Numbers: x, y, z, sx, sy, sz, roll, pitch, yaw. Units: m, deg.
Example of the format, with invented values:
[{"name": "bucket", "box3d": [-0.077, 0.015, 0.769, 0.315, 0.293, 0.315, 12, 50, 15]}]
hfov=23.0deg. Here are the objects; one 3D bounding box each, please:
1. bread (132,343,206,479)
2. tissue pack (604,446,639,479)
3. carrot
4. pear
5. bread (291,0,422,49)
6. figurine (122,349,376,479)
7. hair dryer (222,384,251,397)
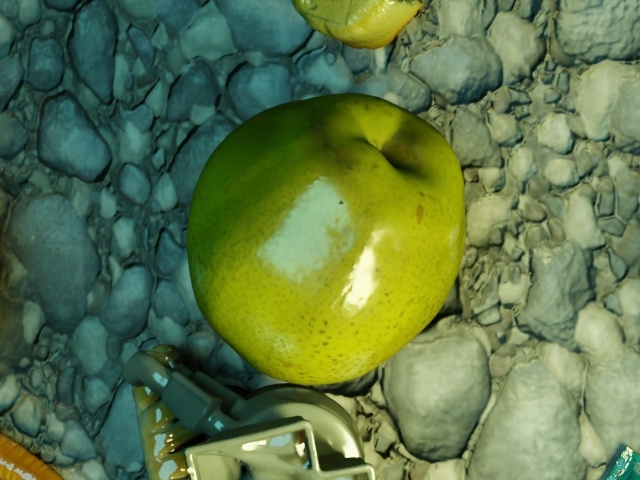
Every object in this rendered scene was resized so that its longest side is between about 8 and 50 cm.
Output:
[{"name": "bread", "box3d": [-0.150, 0.220, 1.677, 0.081, 0.134, 0.225, -11, 85, -7]}, {"name": "tissue pack", "box3d": [0.324, 0.268, 1.491, 0.138, 0.028, 0.085, 36, 102, 27]}, {"name": "carrot", "box3d": [-0.371, 0.257, 1.823, 0.271, 0.062, 0.066, 14, 63, 22]}, {"name": "pear", "box3d": [0.000, 0.000, 1.523, 0.294, 0.294, 0.294, 0, 90, 27]}, {"name": "bread", "box3d": [0.027, -0.269, 1.609, 0.125, 0.086, 0.156, -26, 76, 31]}, {"name": "figurine", "box3d": [-0.036, 0.224, 1.538, 0.167, 0.285, 0.342, -33, 100, -2]}, {"name": "hair dryer", "box3d": [-0.086, 0.199, 1.701, 0.079, 0.031, 0.083, 13, 110, 17]}]
